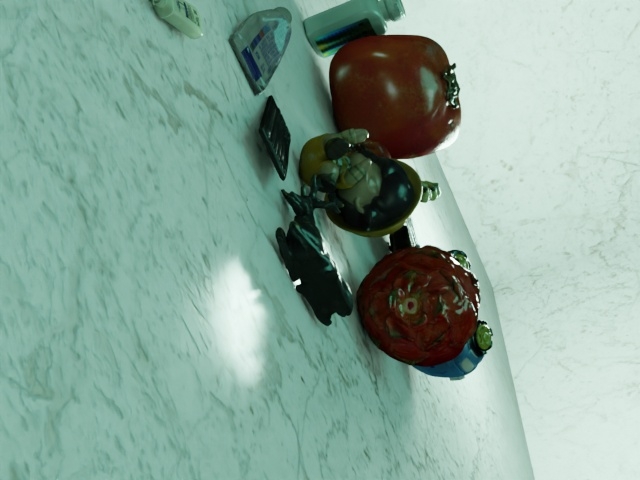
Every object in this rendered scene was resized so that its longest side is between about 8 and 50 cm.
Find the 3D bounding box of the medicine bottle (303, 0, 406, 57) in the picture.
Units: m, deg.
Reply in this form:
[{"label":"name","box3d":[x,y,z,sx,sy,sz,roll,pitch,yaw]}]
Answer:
[{"label":"medicine bottle","box3d":[0.085,-0.515,2.352,0.121,0.229,0.083,44,31,-61]}]

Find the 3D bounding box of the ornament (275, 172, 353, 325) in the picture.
[{"label":"ornament","box3d":[0.000,0.000,1.624,0.202,0.080,0.236,59,17,-26]}]

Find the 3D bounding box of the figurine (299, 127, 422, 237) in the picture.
[{"label":"figurine","box3d":[0.066,-0.107,1.872,0.257,0.167,0.192,31,49,-35]}]

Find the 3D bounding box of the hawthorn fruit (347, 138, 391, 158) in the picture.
[{"label":"hawthorn fruit","box3d":[0.085,-0.141,2.052,0.132,0.133,0.138,-93,173,-49]}]

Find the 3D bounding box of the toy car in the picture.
[{"label":"toy car","box3d":[0.227,0.161,2.107,0.166,0.198,0.314,-26,102,-43]}]

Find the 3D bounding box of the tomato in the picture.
[{"label":"tomato","box3d":[0.173,-0.336,2.299,0.325,0.290,0.293,-51,131,-59]}]

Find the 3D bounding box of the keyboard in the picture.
[{"label":"keyboard","box3d":[-0.079,-0.157,1.614,0.381,0.041,0.103,-75,142,-67]}]

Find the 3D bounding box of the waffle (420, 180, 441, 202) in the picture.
[{"label":"waffle","box3d":[0.177,-0.126,2.299,0.223,0.204,0.054,-19,123,-72]}]

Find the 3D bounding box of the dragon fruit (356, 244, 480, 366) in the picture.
[{"label":"dragon fruit","box3d":[0.184,0.122,1.874,0.241,0.241,0.252,66,-13,-17]}]

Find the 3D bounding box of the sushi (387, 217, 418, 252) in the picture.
[{"label":"sushi","box3d":[0.204,0.068,2.352,0.320,0.069,0.339,-66,142,-77]}]

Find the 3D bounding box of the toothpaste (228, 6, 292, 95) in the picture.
[{"label":"toothpaste","box3d":[-0.100,-0.357,1.793,0.099,0.068,0.282,37,32,-9]}]

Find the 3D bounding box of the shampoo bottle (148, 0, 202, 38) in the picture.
[{"label":"shampoo bottle","box3d":[-0.204,-0.318,1.368,0.141,0.034,0.048,18,61,-73]}]
